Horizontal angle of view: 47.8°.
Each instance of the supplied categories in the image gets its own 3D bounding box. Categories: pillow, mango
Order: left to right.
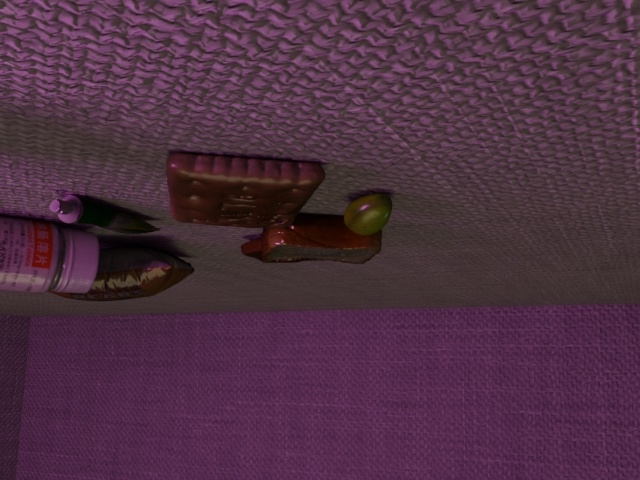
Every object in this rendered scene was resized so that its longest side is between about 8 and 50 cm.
[{"bbox_3d":[-0.463,0.077,1.636,0.310,0.119,0.312,-2,175,-1],"label":"pillow"},{"bbox_3d":[0.078,-0.044,1.150,0.073,0.056,0.108,1,158,-22],"label":"mango"}]

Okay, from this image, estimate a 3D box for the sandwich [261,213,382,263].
[{"bbox_3d":[0.000,0.000,1.358,0.215,0.065,0.186,2,169,-11],"label":"sandwich"}]

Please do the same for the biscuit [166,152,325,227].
[{"bbox_3d":[-0.123,-0.064,1.095,0.217,0.044,0.325,2,169,-12],"label":"biscuit"}]

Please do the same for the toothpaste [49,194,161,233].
[{"bbox_3d":[-0.377,-0.039,1.254,0.078,0.046,0.248,1,173,21],"label":"toothpaste"}]

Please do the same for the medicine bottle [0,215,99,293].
[{"bbox_3d":[-0.560,0.030,1.367,0.252,0.144,0.144,13,165,-36],"label":"medicine bottle"}]

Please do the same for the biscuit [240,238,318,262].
[{"bbox_3d":[-0.047,0.015,1.530,0.215,0.034,0.182,-5,169,18],"label":"biscuit"}]
